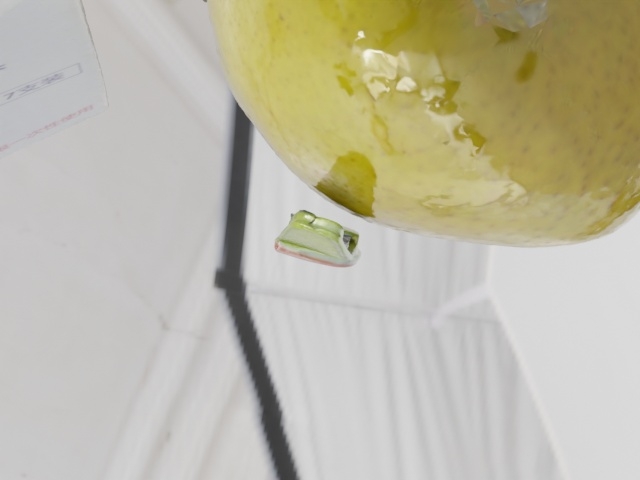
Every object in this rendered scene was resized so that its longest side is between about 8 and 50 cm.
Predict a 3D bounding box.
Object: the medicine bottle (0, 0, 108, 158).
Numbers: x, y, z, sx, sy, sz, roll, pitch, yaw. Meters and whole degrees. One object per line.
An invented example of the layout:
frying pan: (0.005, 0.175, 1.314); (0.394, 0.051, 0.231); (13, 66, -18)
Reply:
medicine bottle: (-0.162, -0.033, 0.384); (0.052, 0.201, 0.171); (64, 171, 4)

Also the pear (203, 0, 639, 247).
pear: (0.102, -0.172, 0.921); (0.386, 0.191, 0.340); (39, -95, -10)

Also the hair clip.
hair clip: (0.000, 0.000, 0.981); (0.188, 0.060, 0.033); (7, -80, -88)
